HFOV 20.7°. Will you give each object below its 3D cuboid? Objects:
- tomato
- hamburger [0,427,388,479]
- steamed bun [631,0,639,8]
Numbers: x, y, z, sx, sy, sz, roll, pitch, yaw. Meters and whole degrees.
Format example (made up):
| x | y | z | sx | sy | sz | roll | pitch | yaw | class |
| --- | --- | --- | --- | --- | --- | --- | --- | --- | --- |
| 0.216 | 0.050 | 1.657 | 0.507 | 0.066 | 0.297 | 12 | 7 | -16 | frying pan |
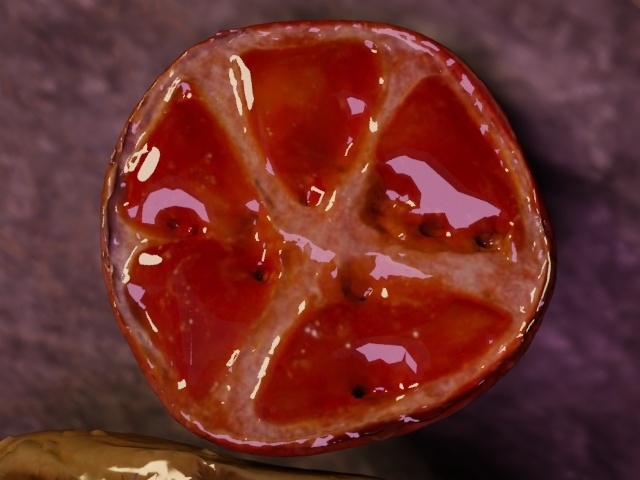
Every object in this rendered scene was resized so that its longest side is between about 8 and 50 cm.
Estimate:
| x | y | z | sx | sy | sz | roll | pitch | yaw | class |
| --- | --- | --- | --- | --- | --- | --- | --- | --- | --- |
| 0.000 | 0.000 | 0.612 | 0.155 | 0.069 | 0.156 | 0 | 80 | 2 | tomato |
| -0.029 | 0.180 | 0.646 | 0.283 | 0.144 | 0.260 | 7 | 126 | 27 | hamburger |
| 0.163 | -0.162 | 0.418 | 0.268 | 0.207 | 0.280 | 41 | 117 | 1 | steamed bun |
